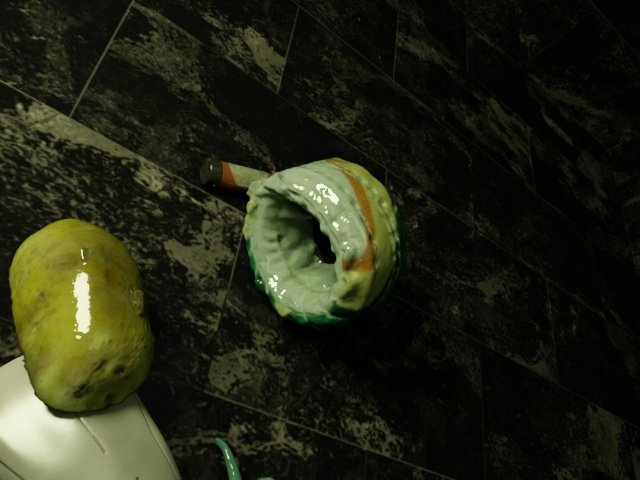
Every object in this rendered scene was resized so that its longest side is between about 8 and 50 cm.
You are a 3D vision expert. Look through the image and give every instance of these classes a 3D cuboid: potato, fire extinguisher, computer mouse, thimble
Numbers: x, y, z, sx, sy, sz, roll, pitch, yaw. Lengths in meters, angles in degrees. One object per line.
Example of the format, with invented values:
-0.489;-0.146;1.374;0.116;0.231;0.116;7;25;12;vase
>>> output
-0.279;0.065;0.681;0.160;0.111;0.272;12;36;-45;potato
-0.133;-0.108;1.013;0.177;0.050;0.062;10;43;-38;fire extinguisher
-0.272;0.258;0.638;0.184;0.121;0.297;-24;86;-45;computer mouse
0.000;0.000;0.929;0.167;0.254;0.288;-17;67;-48;thimble

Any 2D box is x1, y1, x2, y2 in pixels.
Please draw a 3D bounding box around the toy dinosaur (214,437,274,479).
-0.092;0.483;0.659;0.129;0.383;0.331;-2;101;-18;toy dinosaur
